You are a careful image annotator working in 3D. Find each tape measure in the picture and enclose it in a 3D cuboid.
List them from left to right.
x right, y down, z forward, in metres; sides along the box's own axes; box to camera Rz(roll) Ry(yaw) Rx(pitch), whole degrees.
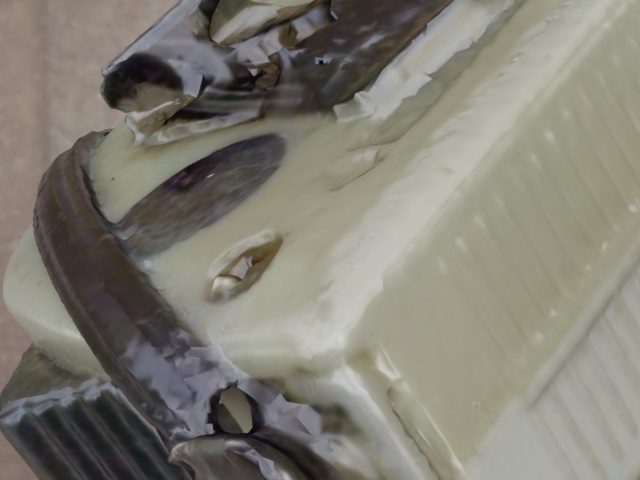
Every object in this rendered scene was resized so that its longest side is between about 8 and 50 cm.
[{"bbox_3d":[0.000,0.000,0.526,0.231,0.133,0.271,-9,34,47],"label":"tape measure"}]
